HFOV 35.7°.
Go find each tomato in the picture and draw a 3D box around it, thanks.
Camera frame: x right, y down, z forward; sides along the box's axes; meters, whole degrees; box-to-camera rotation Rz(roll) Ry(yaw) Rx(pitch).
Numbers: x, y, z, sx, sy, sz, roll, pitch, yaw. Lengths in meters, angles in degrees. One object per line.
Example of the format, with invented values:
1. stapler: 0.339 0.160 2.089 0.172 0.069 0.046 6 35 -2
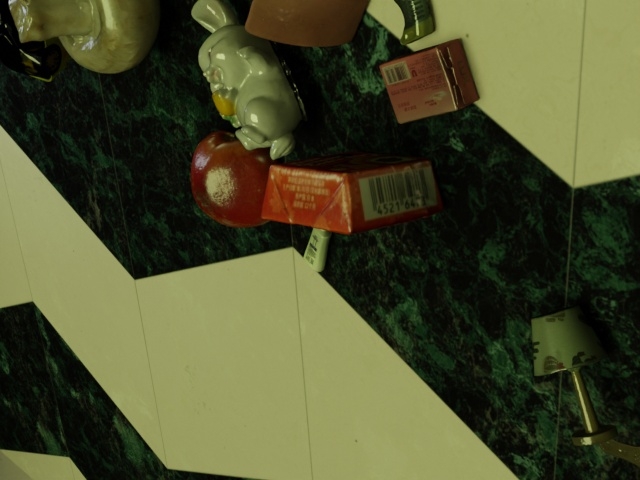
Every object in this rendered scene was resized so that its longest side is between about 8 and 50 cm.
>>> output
1. tomato: -0.190 -0.115 2.073 0.233 0.139 0.200 14 128 45

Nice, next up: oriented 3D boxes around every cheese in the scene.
1. cheese: -0.049 -0.423 1.681 0.203 0.177 0.128 48 141 18

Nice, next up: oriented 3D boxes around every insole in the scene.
1. insole: 0.518 0.353 1.637 0.135 0.002 0.045 14 122 45

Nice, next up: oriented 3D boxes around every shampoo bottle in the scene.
1. shampoo bottle: 0.000 0.000 2.007 0.049 0.034 0.141 48 141 30

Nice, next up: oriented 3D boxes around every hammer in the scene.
1. hammer: 0.124 -0.430 1.587 0.159 0.041 0.226 -11 103 54

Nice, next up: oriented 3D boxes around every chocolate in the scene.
1. chocolate: 0.052 -0.088 1.729 0.235 0.237 0.108 10 109 48

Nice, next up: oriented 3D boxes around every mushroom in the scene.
1. mushroom: -0.491 -0.480 2.077 0.297 0.290 0.297 29 133 38

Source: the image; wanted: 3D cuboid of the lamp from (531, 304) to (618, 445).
1. lamp: 0.404 0.216 1.583 0.121 0.121 0.214 -19 85 53

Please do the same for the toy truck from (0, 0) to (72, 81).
1. toy truck: -0.648 -0.580 2.249 0.180 0.254 0.405 24 138 20

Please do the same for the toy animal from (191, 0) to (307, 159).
1. toy animal: -0.142 -0.312 1.893 0.208 0.154 0.325 78 167 -53

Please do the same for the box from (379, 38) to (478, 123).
1. box: 0.176 -0.258 1.617 0.156 0.060 0.111 -3 110 53
